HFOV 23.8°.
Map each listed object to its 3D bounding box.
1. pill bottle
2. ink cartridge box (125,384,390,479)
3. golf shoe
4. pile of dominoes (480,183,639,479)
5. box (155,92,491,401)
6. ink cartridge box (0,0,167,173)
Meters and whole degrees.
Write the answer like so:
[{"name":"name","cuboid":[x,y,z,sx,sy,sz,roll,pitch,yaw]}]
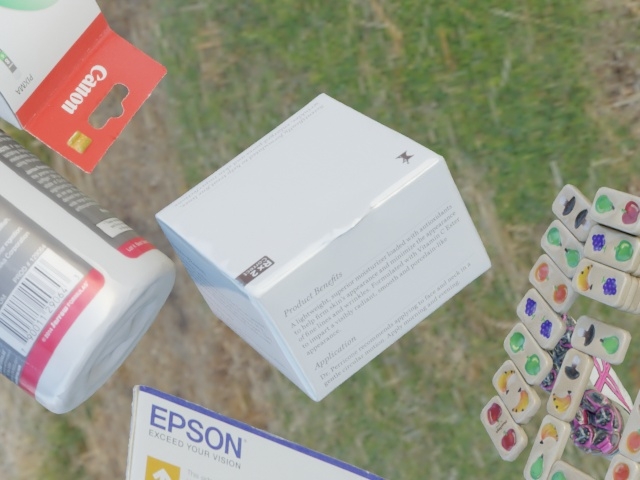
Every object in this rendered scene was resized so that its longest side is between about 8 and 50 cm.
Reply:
[{"name":"pill bottle","cuboid":[-0.305,-0.002,1.389,0.318,0.176,0.176,37,135,7]},{"name":"ink cartridge box","cuboid":[0.003,0.283,0.857,0.071,0.324,0.330,-41,35,38]},{"name":"golf shoe","cuboid":[0.277,0.153,1.588,0.067,0.086,0.186,-41,49,25]},{"name":"pile of dominoes","cuboid":[0.207,0.082,1.227,0.196,0.040,0.251,24,96,56]},{"name":"box","cuboid":[0.000,0.000,1.192,0.182,0.181,0.119,36,158,53]},{"name":"ink cartridge box","cuboid":[-0.275,-0.195,1.510,0.225,0.181,0.056,33,140,-4]}]
